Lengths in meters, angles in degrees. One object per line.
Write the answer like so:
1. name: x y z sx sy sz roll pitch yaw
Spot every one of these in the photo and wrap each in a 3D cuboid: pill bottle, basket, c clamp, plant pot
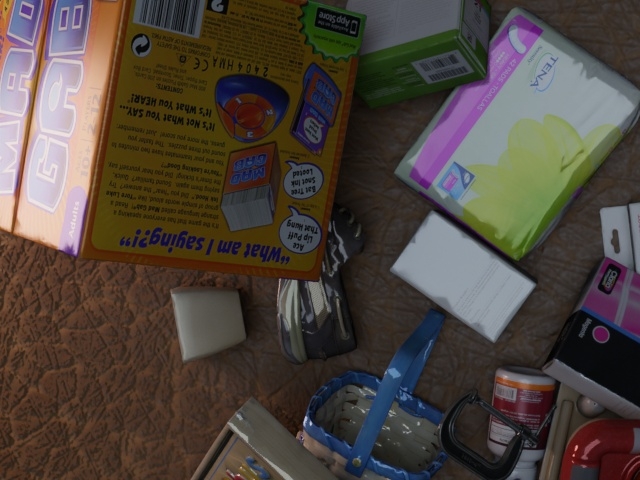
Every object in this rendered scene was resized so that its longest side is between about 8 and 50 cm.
1. pill bottle: 0.281 0.258 1.778 0.086 0.086 0.152 8 95 10
2. basket: 0.086 0.248 1.731 0.201 0.255 0.289 29 108 11
3. c clamp: 0.231 0.252 1.699 0.161 0.022 0.137 30 80 -25
4. plant pot: -0.160 0.115 1.852 0.096 0.109 0.109 -11 90 -2

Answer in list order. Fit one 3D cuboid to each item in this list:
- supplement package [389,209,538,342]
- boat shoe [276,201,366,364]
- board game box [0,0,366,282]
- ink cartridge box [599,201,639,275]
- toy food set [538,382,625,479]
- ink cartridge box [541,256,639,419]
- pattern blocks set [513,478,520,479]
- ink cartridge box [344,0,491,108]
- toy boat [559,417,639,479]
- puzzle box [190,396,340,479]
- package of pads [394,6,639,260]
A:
1. supplement package: 0.203 0.048 1.777 0.179 0.105 0.105 36 98 7
2. boat shoe: 0.000 0.000 1.816 0.130 0.132 0.355 -2 100 1
3. board game box: -0.212 -0.161 1.651 0.356 0.357 0.356 14 95 51
4. ink cartridge box: 0.483 -0.006 1.745 0.181 0.061 0.104 -7 90 11
5. toy food set: 0.414 0.326 1.699 0.220 0.092 0.306 16 75 -2
6. ink cartridge box: 0.500 0.189 1.698 0.371 0.069 0.175 31 67 2
7. pattern blocks set: 0.342 0.469 1.722 0.285 0.026 0.325 -43 85 -13
8. ink cartridge box: 0.138 -0.332 1.765 0.189 0.097 0.255 -11 55 31
9. toy boat: 0.421 0.309 1.568 0.231 0.151 0.151 3 103 -7
10. puzzle box: -0.053 0.378 1.708 0.272 0.409 0.052 43 62 8
11. package of pads: 0.281 -0.144 1.759 0.229 0.101 0.296 36 98 8
